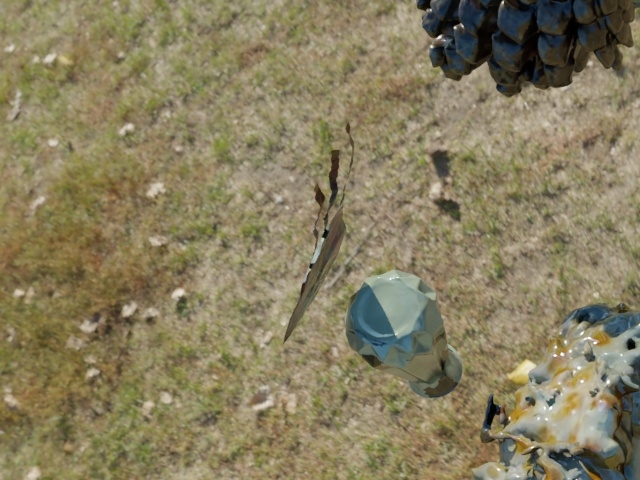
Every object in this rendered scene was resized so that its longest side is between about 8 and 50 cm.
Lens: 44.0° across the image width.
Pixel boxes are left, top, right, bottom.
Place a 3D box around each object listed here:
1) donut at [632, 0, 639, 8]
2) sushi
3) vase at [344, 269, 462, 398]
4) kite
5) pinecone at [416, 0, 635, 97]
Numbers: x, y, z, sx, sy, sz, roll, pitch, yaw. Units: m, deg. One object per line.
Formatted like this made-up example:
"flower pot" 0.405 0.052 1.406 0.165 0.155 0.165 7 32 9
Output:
"donut" 0.366 -0.300 0.949 0.152 0.152 0.058 -4 107 30
"sushi" 0.327 0.255 0.758 0.176 0.418 0.417 -7 60 49
"vase" 0.157 0.179 1.373 0.165 0.360 0.165 -8 64 17
"kite" 0.003 0.002 1.110 0.022 0.360 0.204 24 59 11
"pinecone" 0.200 -0.230 0.774 0.205 0.179 0.184 -30 48 31
